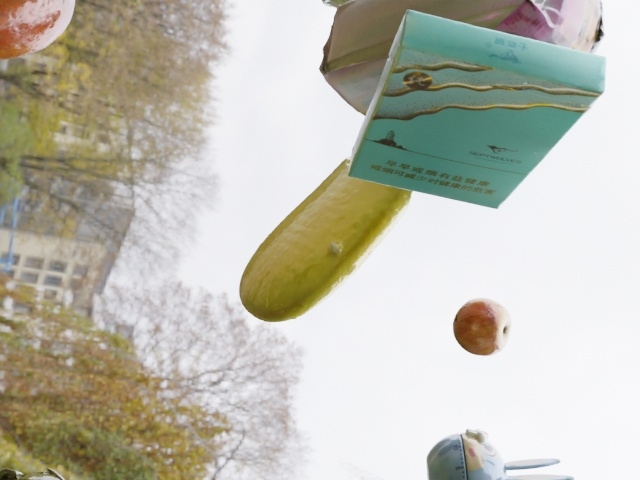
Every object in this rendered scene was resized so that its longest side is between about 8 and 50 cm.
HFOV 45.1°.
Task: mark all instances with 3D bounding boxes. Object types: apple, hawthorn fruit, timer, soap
[{"bbox_3d":[0.379,0.204,1.830,0.146,0.146,0.146,-35,-131,54],"label":"apple"},{"bbox_3d":[-0.564,-0.408,1.341,0.262,0.210,0.210,-47,-162,-20],"label":"hawthorn fruit"},{"bbox_3d":[0.315,0.420,1.449,0.255,0.175,0.175,-28,-138,6],"label":"timer"},{"bbox_3d":[0.002,0.002,1.630,0.427,0.115,0.306,-45,-144,-8],"label":"soap"}]

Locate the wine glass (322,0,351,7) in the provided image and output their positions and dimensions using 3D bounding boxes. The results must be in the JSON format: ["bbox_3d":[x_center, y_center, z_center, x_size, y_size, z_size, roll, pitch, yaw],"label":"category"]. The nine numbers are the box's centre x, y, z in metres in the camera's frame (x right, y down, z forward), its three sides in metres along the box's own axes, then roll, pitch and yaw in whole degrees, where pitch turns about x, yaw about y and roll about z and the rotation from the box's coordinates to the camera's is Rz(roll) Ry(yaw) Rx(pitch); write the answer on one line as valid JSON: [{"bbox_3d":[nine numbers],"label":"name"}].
[{"bbox_3d":[0.098,-0.454,1.605,0.165,0.165,0.196,-17,-93,61],"label":"wine glass"}]

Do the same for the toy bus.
[{"bbox_3d":[0.180,-0.282,1.067,0.386,0.162,0.171,-7,-109,43],"label":"toy bus"}]

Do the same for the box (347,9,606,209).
[{"bbox_3d":[0.123,-0.103,0.681,0.229,0.162,0.041,111,-10,-68],"label":"box"}]

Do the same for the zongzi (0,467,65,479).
[{"bbox_3d":[-0.420,0.313,0.850,0.274,0.251,0.125,20,-59,37],"label":"zongzi"}]
